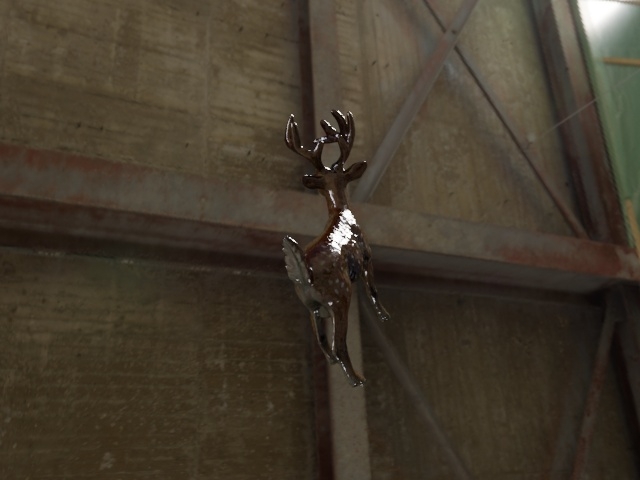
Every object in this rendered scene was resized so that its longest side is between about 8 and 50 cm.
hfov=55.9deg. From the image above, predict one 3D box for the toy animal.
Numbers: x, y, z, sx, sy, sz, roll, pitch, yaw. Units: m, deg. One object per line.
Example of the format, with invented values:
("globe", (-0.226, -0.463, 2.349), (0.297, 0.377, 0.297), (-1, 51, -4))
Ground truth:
("toy animal", (0.019, -0.004, 0.647), (0.087, 0.243, 0.259), (-11, -72, 8))
